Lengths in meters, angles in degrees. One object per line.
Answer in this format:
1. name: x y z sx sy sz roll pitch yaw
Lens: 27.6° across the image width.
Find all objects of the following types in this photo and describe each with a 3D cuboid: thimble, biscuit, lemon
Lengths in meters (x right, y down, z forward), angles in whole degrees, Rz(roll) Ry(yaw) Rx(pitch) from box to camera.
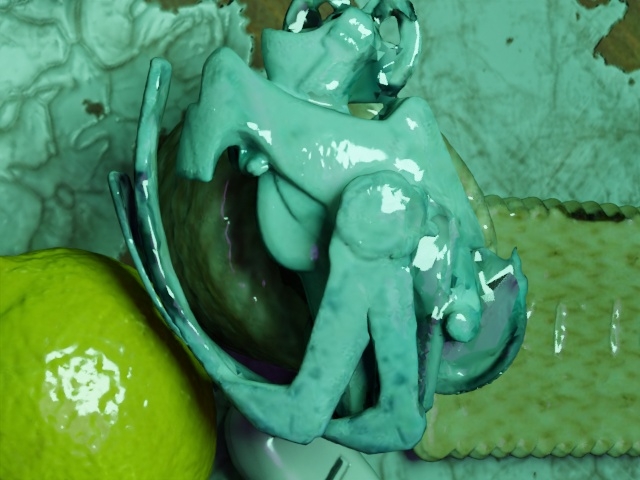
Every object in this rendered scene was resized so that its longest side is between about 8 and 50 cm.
1. thimble: -0.002 -0.007 0.900 0.229 0.148 0.196 20 82 -28
2. biscuit: 0.212 0.071 1.066 0.324 0.044 0.217 2 92 -27
3. lemon: -0.158 0.107 0.809 0.186 0.187 0.244 -35 115 -20

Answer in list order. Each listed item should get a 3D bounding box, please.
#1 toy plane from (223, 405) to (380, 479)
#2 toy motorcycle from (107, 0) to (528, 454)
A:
1. toy plane: -0.006 0.175 0.947 0.174 0.080 0.174 9 75 -37
2. toy motorcycle: -0.003 -0.008 0.747 0.206 0.154 0.260 -23 94 -1
